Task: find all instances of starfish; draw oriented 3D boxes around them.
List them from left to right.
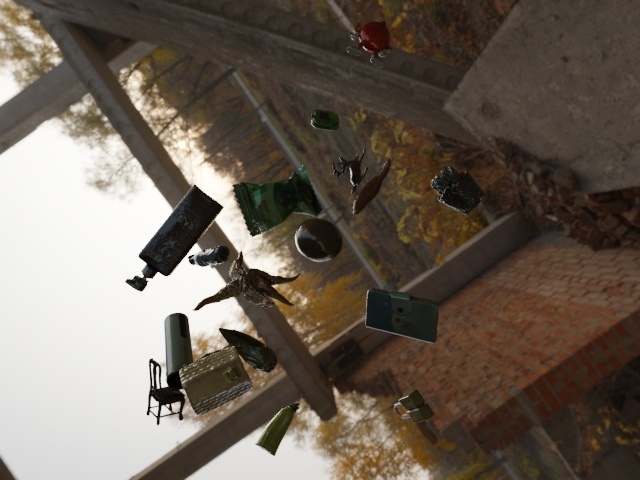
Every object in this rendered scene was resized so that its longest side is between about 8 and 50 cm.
[{"bbox_3d":[-0.224,0.158,1.466,0.301,0.294,0.084,-52,-31,-49],"label":"starfish"}]

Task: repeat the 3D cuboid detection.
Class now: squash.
[{"bbox_3d":[-0.155,0.737,1.751,0.094,0.224,0.094,30,152,18],"label":"squash"}]

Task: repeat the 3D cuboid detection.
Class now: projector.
[{"bbox_3d":[-0.566,0.431,1.756,0.108,0.108,0.337,55,-178,-37],"label":"projector"}]

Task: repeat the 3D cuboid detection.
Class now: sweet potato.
[{"bbox_3d":[0.191,-0.195,1.660,0.058,0.255,0.078,33,167,16],"label":"sweet potato"}]

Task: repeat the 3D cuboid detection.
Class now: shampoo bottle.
[{"bbox_3d":[-0.386,0.003,1.157,0.098,0.309,0.071,38,178,-12],"label":"shampoo bottle"}]

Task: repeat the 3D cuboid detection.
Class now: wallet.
[{"bbox_3d":[0.387,0.358,2.127,0.083,0.361,0.252,-47,-39,-53],"label":"wallet"}]

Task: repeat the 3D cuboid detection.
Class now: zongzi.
[{"bbox_3d":[-0.353,0.526,2.148,0.251,0.125,0.274,15,155,51],"label":"zongzi"}]

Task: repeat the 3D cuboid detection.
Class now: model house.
[{"bbox_3d":[-0.326,0.422,1.365,0.174,0.194,0.234,65,164,13],"label":"model house"}]

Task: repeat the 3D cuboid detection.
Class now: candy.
[{"bbox_3d":[-0.201,-0.187,2.038,0.262,0.398,0.172,60,140,12],"label":"candy"}]

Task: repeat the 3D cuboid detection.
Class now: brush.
[{"bbox_3d":[0.327,0.629,1.644,0.103,0.047,0.233,56,152,16],"label":"brush"}]

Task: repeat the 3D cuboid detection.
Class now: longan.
[{"bbox_3d":[0.000,0.000,1.639,0.185,0.159,0.205,30,-172,40],"label":"longan"}]

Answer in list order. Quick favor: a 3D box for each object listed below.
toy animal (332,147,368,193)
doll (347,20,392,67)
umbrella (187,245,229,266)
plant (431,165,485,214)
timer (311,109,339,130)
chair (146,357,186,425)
[{"bbox_3d":[0.173,-0.367,2.295,0.087,0.259,0.243,5,138,34],"label":"toy animal"},{"bbox_3d":[0.204,-0.802,1.769,0.183,0.217,0.085,22,157,-6],"label":"doll"},{"bbox_3d":[-0.337,0.052,1.318,0.251,0.052,0.053,-14,90,53],"label":"umbrella"},{"bbox_3d":[0.538,-0.201,1.736,0.194,0.132,0.129,46,149,17],"label":"plant"},{"bbox_3d":[0.021,-0.553,2.016,0.140,0.128,0.047,-90,9,-49],"label":"timer"},{"bbox_3d":[-0.570,0.546,1.625,0.113,0.228,0.106,3,-174,-45],"label":"chair"}]
